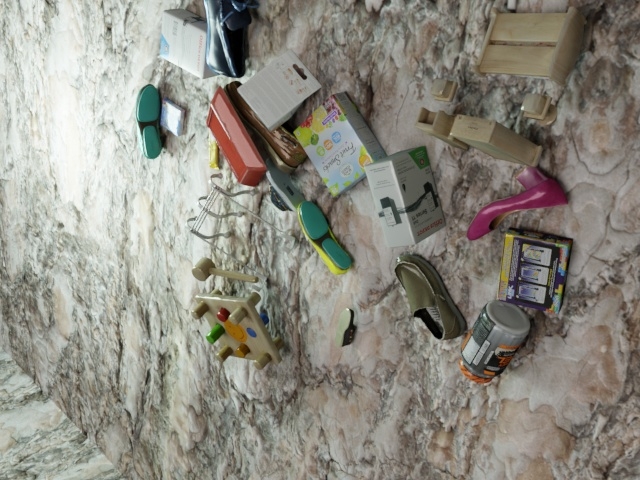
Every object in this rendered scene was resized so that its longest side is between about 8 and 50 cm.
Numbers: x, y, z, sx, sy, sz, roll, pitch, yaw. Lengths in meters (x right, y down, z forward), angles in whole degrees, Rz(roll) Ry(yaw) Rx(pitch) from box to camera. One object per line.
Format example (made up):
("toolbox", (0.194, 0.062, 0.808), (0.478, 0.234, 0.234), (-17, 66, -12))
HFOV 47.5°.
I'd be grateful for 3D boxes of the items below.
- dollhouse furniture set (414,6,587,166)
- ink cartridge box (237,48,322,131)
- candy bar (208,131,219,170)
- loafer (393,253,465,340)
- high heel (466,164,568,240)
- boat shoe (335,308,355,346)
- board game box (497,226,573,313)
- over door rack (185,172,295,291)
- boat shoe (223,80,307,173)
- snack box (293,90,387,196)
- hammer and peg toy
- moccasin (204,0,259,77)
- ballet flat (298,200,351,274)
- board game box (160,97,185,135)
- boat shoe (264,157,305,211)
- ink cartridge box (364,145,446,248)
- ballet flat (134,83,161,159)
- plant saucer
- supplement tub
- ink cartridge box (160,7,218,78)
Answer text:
("dollhouse furniture set", (0.406, -0.356, 1.516), (0.303, 0.173, 0.356), (22, 93, 48))
("ink cartridge box", (-0.107, -0.394, 1.909), (0.145, 0.179, 0.045), (51, 175, 13))
("candy bar", (-0.324, -0.291, 2.215), (0.040, 0.018, 0.162), (23, 122, 29))
("loafer", (0.266, 0.145, 1.826), (0.251, 0.087, 0.094), (53, 134, 10))
("high heel", (0.428, -0.053, 1.602), (0.117, 0.082, 0.244), (53, 123, 19))
("boat shoe", (0.076, 0.247, 2.078), (0.049, 0.042, 0.133), (53, 139, 47))
("board game box", (0.475, 0.066, 1.615), (0.141, 0.048, 0.170), (14, 117, 26))
("over door rack", (-0.237, -0.030, 2.204), (0.324, 0.108, 0.239), (41, 134, 4))
("boat shoe", (-0.137, -0.331, 1.980), (0.104, 0.110, 0.307), (-42, 86, 27))
("snack box", (0.050, -0.246, 1.862), (0.174, 0.070, 0.207), (-38, 83, 43))
("hammer and peg toy", (-0.277, 0.235, 2.268), (0.265, 0.127, 0.361), (2, 126, 41))
("moccasin", (-0.227, -0.597, 1.936), (0.116, 0.137, 0.342), (30, 140, 24))
("ballet flat", (0.000, 0.000, 2.018), (0.231, 0.077, 0.077), (56, 151, 6))
("board game box", (-0.469, -0.390, 2.301), (0.090, 0.020, 0.090), (34, 129, 26))
("boat shoe", (-0.121, -0.150, 2.031), (0.083, 0.065, 0.183), (-3, 130, 45))
("ink cartridge box", (0.205, -0.102, 1.728), (0.086, 0.153, 0.209), (-8, 104, 42))
("ballet flat", (-0.565, -0.387, 2.352), (0.087, 0.083, 0.248), (31, 126, 51))
("plant saucer", (-0.248, -0.276, 2.040), (0.259, 0.047, 0.259), (61, 167, 0))
("supplement tub", (0.406, 0.244, 1.723), (0.117, 0.117, 0.190), (38, 130, 24))
("ink cartridge box", (-0.369, -0.567, 2.089), (0.190, 0.082, 0.140), (31, 127, 27))
